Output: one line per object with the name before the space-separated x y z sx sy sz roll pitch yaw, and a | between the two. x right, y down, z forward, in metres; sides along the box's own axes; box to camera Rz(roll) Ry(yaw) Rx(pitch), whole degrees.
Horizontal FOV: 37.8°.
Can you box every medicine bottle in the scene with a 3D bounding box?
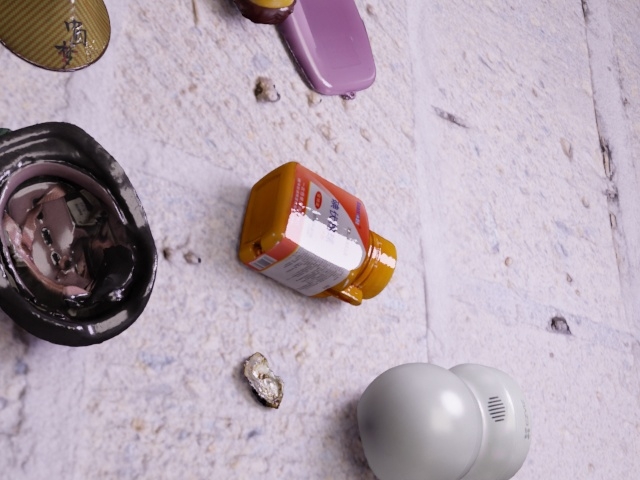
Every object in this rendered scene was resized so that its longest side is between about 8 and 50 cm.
medicine bottle | 0.001 0.000 1.390 0.222 0.112 0.149 28 54 -29

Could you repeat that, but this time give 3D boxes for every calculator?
calculator | 0.004 -0.381 1.625 0.194 0.043 0.294 -19 85 -46

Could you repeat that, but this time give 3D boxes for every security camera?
security camera | 0.165 0.270 1.360 0.236 0.194 0.194 7 66 -37

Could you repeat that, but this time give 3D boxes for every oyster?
oyster | -0.079 0.197 1.292 0.054 0.019 0.083 -36 94 -47

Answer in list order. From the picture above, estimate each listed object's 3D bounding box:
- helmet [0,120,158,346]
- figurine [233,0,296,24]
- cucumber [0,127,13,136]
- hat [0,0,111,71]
helmet | -0.304 0.008 1.092 0.198 0.154 0.253 -28 75 -30
figurine | -0.107 -0.456 1.508 0.175 0.116 0.240 -5 66 -29
cucumber | -0.398 -0.096 1.127 0.048 0.048 0.105 34 47 -25
hat | -0.352 -0.329 1.255 0.193 0.082 0.193 19 59 -36
